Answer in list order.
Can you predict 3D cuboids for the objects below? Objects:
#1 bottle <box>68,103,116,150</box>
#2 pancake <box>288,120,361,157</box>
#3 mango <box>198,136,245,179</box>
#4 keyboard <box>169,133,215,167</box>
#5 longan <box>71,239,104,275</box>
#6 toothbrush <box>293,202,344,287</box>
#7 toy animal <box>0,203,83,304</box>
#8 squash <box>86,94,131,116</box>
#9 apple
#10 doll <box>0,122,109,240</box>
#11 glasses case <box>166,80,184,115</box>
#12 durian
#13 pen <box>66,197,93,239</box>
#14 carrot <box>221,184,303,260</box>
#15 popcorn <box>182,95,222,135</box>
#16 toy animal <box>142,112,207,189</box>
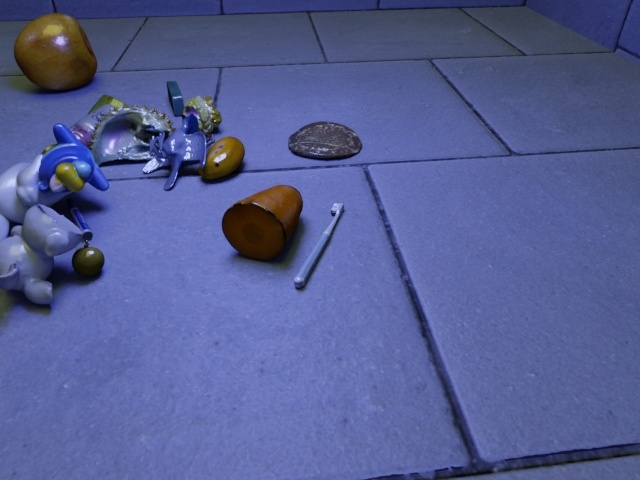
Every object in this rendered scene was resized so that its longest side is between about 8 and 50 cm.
[{"bbox_3d":[-0.750,-0.358,1.621,0.109,0.110,0.233,10,38,13],"label":"bottle"},{"bbox_3d":[0.016,-0.340,1.661,0.249,0.031,0.250,0,38,0],"label":"pancake"},{"bbox_3d":[-0.295,-0.251,1.499,0.114,0.090,0.178,-1,38,22],"label":"mango"},{"bbox_3d":[-0.408,-0.284,1.548,0.165,0.017,0.055,-29,41,4],"label":"keyboard"},{"bbox_3d":[-0.534,0.040,1.128,0.075,0.084,0.075,-4,-1,0],"label":"longan"},{"bbox_3d":[0.002,0.000,1.223,0.030,0.025,0.342,5,37,17],"label":"toothbrush"},{"bbox_3d":[-0.616,0.028,1.071,0.178,0.127,0.193,20,73,42],"label":"toy animal"},{"bbox_3d":[-0.786,-0.480,1.800,0.191,0.085,0.184,19,41,26],"label":"squash"},{"bbox_3d":[-1.080,-0.764,2.010,0.274,0.299,0.299,-23,40,-2],"label":"apple"},{"bbox_3d":[-0.707,-0.152,1.289,0.365,0.187,0.376,-25,54,14],"label":"doll"},{"bbox_3d":[-0.559,-0.549,1.895,0.039,0.078,0.184,-11,39,-18],"label":"glasses case"},{"bbox_3d":[-0.579,-0.334,1.566,0.305,0.172,0.167,-4,61,-18],"label":"durian"},{"bbox_3d":[-0.642,-0.061,1.303,0.025,0.025,0.204,-23,43,-27],"label":"pen"},{"bbox_3d":[-0.117,-0.073,1.217,0.158,0.159,0.225,14,37,17],"label":"carrot"},{"bbox_3d":[-0.415,-0.437,1.716,0.126,0.126,0.145,-26,34,-17],"label":"popcorn"},{"bbox_3d":[-0.423,-0.272,1.479,0.238,0.256,0.176,0,-4,34],"label":"toy animal"}]
